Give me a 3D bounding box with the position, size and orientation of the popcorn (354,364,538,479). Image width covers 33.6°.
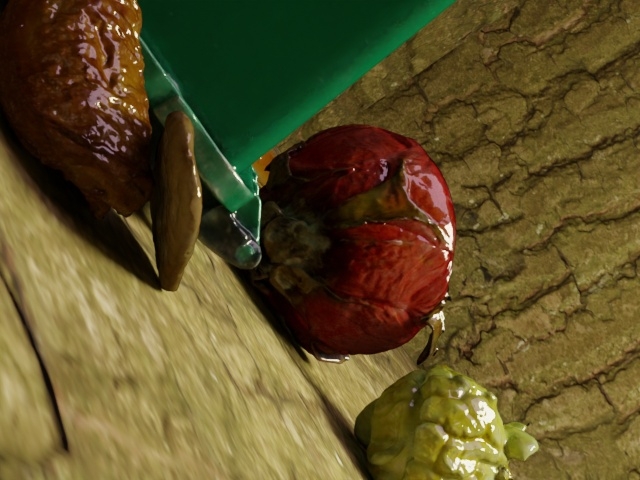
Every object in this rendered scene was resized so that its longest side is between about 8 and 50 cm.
[{"bbox_3d":[0.105,0.178,0.919,0.141,0.162,0.136,-64,165,-45],"label":"popcorn"}]

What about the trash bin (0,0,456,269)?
[{"bbox_3d":[-0.009,-0.199,0.745,0.295,0.381,0.259,56,4,-12],"label":"trash bin"}]

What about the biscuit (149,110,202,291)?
[{"bbox_3d":[-0.080,-0.018,0.575,0.147,0.018,0.071,126,-44,-67],"label":"biscuit"}]

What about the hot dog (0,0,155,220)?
[{"bbox_3d":[-0.125,-0.078,0.564,0.099,0.065,0.147,52,27,-64],"label":"hot dog"}]

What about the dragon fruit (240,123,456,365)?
[{"bbox_3d":[-0.002,-0.003,0.945,0.148,0.218,0.224,8,81,-45],"label":"dragon fruit"}]

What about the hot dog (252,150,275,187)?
[{"bbox_3d":[-0.117,-0.145,1.483,0.092,0.062,0.236,61,6,22],"label":"hot dog"}]
